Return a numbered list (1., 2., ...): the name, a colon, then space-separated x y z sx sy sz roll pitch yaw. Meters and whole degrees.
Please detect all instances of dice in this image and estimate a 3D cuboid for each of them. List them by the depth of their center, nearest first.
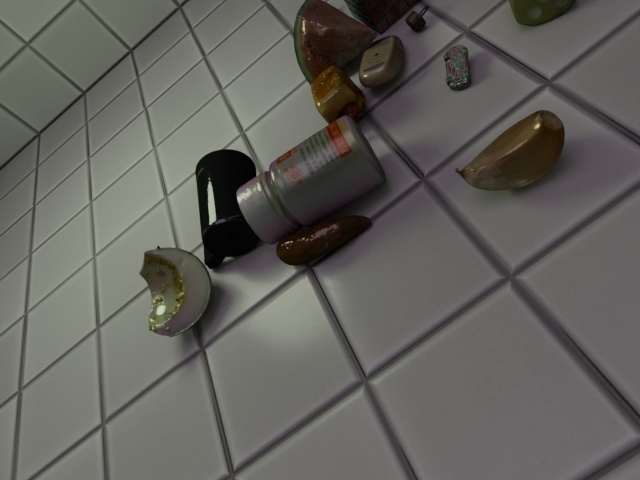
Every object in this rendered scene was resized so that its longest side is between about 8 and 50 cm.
1. dice: 0.603 -0.724 1.494 0.169 0.169 0.166 -18 49 27

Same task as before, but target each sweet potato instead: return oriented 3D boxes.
1. sweet potato: 0.001 0.000 1.478 0.291 0.097 0.098 -20 49 19

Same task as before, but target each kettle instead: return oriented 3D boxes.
1. kettle: -0.320 -0.103 1.723 0.262 0.203 0.308 -26 50 17

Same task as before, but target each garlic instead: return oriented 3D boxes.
1. garlic: 0.440 -0.199 1.238 0.244 0.164 0.146 -33 61 21

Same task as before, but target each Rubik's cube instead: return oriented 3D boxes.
1. Rubik's cube: 0.196 -0.928 1.909 0.237 0.238 0.237 -40 42 7

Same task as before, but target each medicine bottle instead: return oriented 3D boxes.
1. medicine bottle: -0.028 -0.163 1.522 0.388 0.219 0.219 -31 45 14

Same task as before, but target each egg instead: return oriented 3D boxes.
1. egg: -0.435 0.154 1.648 0.206 0.162 0.271 -14 81 -12

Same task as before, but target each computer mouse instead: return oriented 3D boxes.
1. computer mouse: 0.201 -0.579 1.753 0.145 0.082 0.237 -16 41 29

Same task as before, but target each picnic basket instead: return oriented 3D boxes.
1. picnic basket: 0.332 -0.748 1.790 0.083 0.072 0.072 -51 43 9

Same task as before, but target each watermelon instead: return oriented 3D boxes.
1. watermelon: 0.053 -0.730 1.864 0.292 0.283 0.251 -12 56 16

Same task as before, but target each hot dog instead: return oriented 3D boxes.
1. hot dog: 0.058 -0.449 1.718 0.150 0.153 0.257 -36 30 17

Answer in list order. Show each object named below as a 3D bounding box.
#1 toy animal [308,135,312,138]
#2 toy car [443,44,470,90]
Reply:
1. toy animal: 0.022 -0.264 1.676 0.233 0.084 0.148 -48 56 2
2. toy car: 0.403 -0.504 1.569 0.069 0.055 0.142 -12 66 31
